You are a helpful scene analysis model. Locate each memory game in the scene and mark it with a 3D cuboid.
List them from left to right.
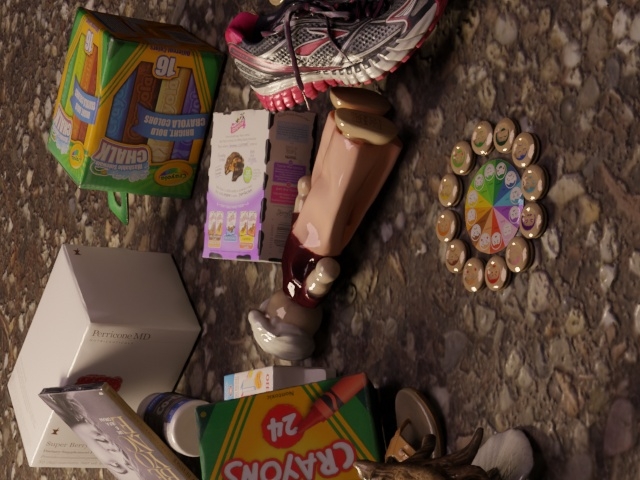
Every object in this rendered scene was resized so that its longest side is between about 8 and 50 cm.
[{"bbox_3d":[0.174,-0.036,1.514,0.186,0.012,0.186,-16,71,57],"label":"memory game"}]

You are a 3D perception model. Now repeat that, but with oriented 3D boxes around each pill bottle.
[{"bbox_3d":[-0.199,0.251,2.026,0.137,0.078,0.078,4,88,59],"label":"pill bottle"}]

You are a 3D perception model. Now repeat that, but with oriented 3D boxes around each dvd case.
[{"bbox_3d":[-0.275,0.279,2.025,0.164,0.221,0.018,-11,36,47],"label":"dvd case"}]

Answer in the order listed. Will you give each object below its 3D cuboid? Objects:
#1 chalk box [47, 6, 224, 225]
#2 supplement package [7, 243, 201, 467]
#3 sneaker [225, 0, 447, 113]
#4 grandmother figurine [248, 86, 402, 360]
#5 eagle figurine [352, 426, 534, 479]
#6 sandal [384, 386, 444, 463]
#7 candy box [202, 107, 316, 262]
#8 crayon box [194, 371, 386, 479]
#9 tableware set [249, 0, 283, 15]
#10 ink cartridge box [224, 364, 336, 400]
[{"bbox_3d":[-0.283,-0.170,2.143,0.180,0.179,0.289,39,118,55],"label":"chalk box"},{"bbox_3d":[-0.323,0.174,2.153,0.293,0.177,0.175,-64,36,32],"label":"supplement package"},{"bbox_3d":[0.015,-0.234,1.645,0.299,0.112,0.121,-18,31,38],"label":"sneaker"},{"bbox_3d":[0.000,0.000,1.729,0.208,0.104,0.342,-83,11,-62],"label":"grandmother figurine"},{"bbox_3d":[0.127,0.343,1.403,0.226,0.225,0.298,-54,-56,-72],"label":"eagle figurine"},{"bbox_3d":[0.094,0.246,1.563,0.072,0.049,0.180,-12,75,58],"label":"sandal"},{"bbox_3d":[-0.082,-0.070,1.894,0.165,0.070,0.196,3,88,60],"label":"candy box"},{"bbox_3d":[-0.016,0.319,1.592,0.081,0.202,0.319,61,-162,-65],"label":"crayon box"},{"bbox_3d":[-0.061,-0.286,1.948,0.169,0.020,0.141,-59,40,33],"label":"tableware set"},{"bbox_3d":[-0.045,0.201,1.765,0.143,0.090,0.092,-20,67,57],"label":"ink cartridge box"}]
